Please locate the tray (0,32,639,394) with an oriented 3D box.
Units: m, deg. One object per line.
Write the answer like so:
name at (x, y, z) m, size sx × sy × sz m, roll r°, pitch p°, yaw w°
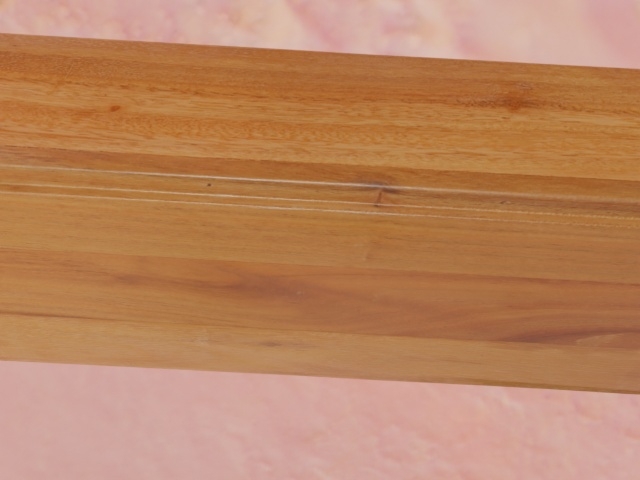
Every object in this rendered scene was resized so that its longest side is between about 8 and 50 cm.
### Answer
tray at (0.000, 0.000, 0.539) m, size 0.411 × 0.203 × 0.076 m, roll 2°, pitch 61°, yaw -2°
